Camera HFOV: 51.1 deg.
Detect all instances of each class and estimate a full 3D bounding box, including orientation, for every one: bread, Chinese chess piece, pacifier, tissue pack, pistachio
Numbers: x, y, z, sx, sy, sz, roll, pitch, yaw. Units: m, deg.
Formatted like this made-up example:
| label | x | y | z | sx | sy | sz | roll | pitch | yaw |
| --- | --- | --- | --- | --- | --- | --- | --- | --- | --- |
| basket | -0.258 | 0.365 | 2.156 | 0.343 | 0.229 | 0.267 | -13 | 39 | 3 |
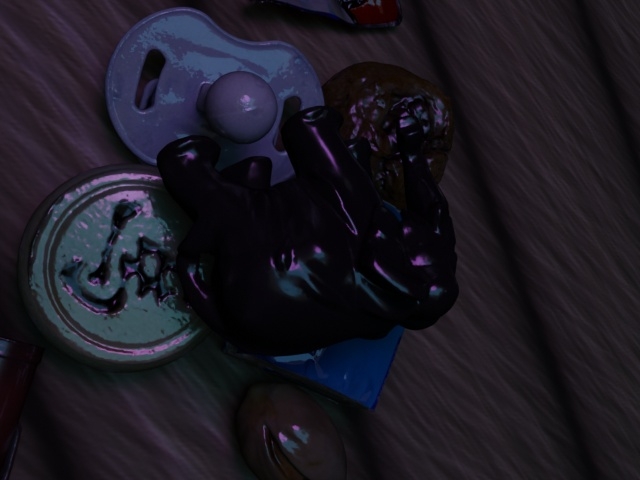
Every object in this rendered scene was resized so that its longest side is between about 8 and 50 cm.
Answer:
| label | x | y | z | sx | sy | sz | roll | pitch | yaw |
| --- | --- | --- | --- | --- | --- | --- | --- | --- | --- |
| bread | 0.098 | -0.157 | 0.983 | 0.230 | 0.123 | 0.229 | 5 | 78 | -25 |
| Chinese chess piece | -0.228 | 0.032 | 0.804 | 0.251 | 0.101 | 0.250 | 2 | 86 | -22 |
| pacifier | -0.120 | -0.155 | 0.825 | 0.287 | 0.226 | 0.238 | 18 | 94 | -20 |
| tissue pack | 0.018 | 0.069 | 0.902 | 0.209 | 0.137 | 0.269 | 29 | 72 | -17 |
| pistachio | -0.036 | 0.262 | 0.867 | 0.124 | 0.124 | 0.184 | -43 | 116 | -24 |

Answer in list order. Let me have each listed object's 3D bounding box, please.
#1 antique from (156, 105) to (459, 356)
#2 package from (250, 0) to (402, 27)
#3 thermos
| label | x | y | z | sx | sy | sz | roll | pitch | yaw |
| --- | --- | --- | --- | --- | --- | --- | --- | --- | --- |
| antique | 0.000 | 0.000 | 0.752 | 0.322 | 0.185 | 0.255 | -15 | 71 | -16 |
| package | -0.006 | -0.407 | 1.004 | 0.270 | 0.071 | 0.193 | -14 | 91 | -39 |
| thermos | -0.377 | 0.217 | 0.720 | 0.124 | 0.099 | 0.231 | 34 | 65 | -58 |
